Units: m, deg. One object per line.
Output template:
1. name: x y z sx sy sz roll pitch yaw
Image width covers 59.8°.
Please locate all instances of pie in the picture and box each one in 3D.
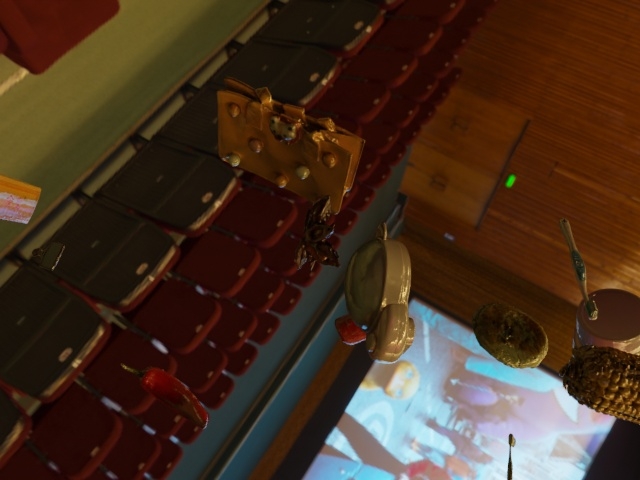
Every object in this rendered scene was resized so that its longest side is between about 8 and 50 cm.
1. pie: 0.440 0.217 1.293 0.187 0.187 0.041 -44 160 -44

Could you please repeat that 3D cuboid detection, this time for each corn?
1. corn: 0.552 0.250 0.896 0.115 0.318 0.115 17 90 -85

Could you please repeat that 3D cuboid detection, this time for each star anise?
1. star anise: -0.003 0.000 1.299 0.053 0.157 0.212 4 110 -33

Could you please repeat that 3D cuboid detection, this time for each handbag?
1. handbag: -0.094 -0.248 1.473 0.133 0.401 0.283 -56 170 -31

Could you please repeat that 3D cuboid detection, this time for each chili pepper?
1. chili pepper: -0.481 0.495 1.808 0.092 0.368 0.137 -59 158 -18
2. chili pepper: 0.097 0.187 1.274 0.123 0.073 0.070 -29 139 17

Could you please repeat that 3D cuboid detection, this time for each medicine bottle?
1. medicine bottle: 0.902 0.342 1.726 0.219 0.219 0.388 -52 139 -27

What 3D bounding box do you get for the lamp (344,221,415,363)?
1. lamp: 0.098 0.101 1.006 0.179 0.108 0.246 106 -17 -56

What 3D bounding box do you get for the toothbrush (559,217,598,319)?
1. toothbrush: 0.299 0.028 0.650 0.162 0.014 0.017 -80 171 -49

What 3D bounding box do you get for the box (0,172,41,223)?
1. box: -0.636 -0.113 0.914 0.174 0.274 0.076 160 -50 -86

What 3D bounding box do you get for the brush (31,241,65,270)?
1. brush: -0.623 0.032 1.263 0.016 0.193 0.063 35 71 -40

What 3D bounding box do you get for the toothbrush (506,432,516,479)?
1. toothbrush: 0.492 0.597 1.444 0.016 0.019 0.219 -30 -159 36
